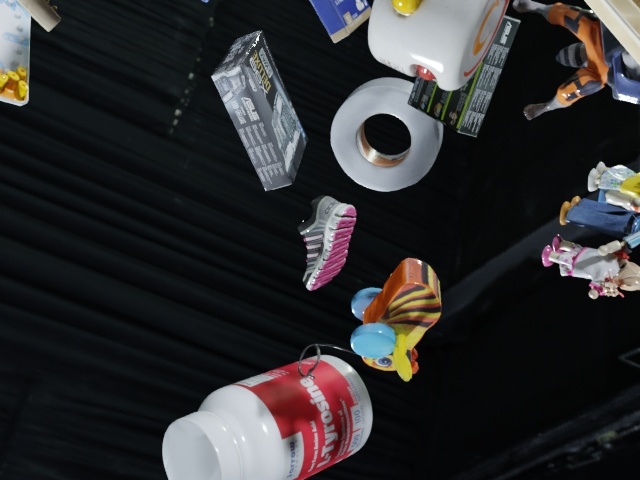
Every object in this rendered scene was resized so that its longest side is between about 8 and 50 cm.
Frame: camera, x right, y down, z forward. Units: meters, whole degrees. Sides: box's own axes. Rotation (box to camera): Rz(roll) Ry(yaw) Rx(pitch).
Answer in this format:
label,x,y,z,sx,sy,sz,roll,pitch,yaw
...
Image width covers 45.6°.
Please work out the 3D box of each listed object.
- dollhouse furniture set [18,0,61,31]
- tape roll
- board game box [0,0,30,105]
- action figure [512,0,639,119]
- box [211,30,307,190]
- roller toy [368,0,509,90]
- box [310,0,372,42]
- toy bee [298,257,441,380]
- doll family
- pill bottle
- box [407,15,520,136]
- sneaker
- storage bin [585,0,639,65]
label,x,y,z,sx,sy,sz,roll,pitch,yaw
dollhouse furniture set,-0.377,-0.382,0.955,0.123,0.151,0.144,-46,167,-4
tape roll,0.134,-0.213,1.536,0.219,0.219,0.072,-56,-179,29
board game box,-0.829,-0.501,1.661,0.050,0.390,0.389,-43,-133,40
action figure,0.465,-0.351,1.171,0.330,0.179,0.341,2,-89,49
box,-0.136,-0.309,1.801,0.077,0.307,0.242,-14,-151,17
roller toy,0.153,-0.306,1.002,0.209,0.146,0.191,-51,161,-38
box,-0.001,-0.441,1.224,0.037,0.225,0.136,-23,-161,32
toy bee,0.116,0.145,1.243,0.298,0.162,0.195,-30,-139,55
doll family,0.427,-0.037,1.036,0.163,0.118,0.263,20,-132,40
pill bottle,-0.101,0.383,1.529,0.229,0.408,0.228,8,-77,41
box,0.228,-0.286,1.246,0.184,0.045,0.190,45,-58,57
sneaker,0.000,0.000,1.169,0.075,0.063,0.170,40,-47,27
storage bin,0.277,-0.203,0.422,0.262,0.260,0.123,-39,168,20
